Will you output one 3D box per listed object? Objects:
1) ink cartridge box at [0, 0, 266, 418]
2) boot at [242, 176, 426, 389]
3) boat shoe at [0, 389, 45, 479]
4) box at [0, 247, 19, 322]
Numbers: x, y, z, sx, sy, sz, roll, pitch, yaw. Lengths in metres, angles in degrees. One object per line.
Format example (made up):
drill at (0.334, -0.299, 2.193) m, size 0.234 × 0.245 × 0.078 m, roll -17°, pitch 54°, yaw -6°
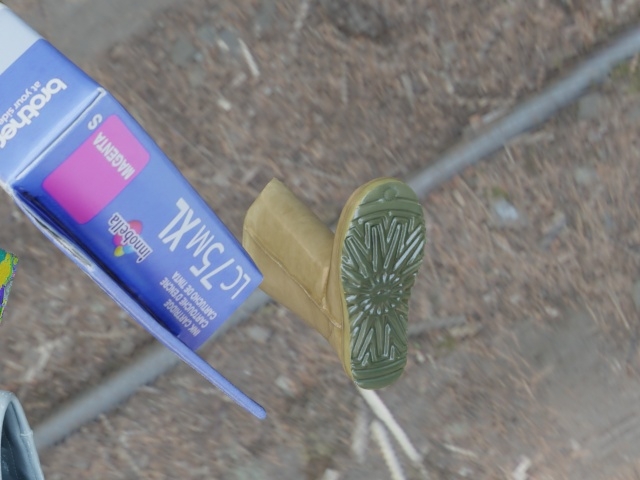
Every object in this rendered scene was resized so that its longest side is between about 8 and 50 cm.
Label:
ink cartridge box at (-0.138, -0.059, 0.778) m, size 0.065 × 0.186 × 0.311 m, roll -45°, pitch 59°, yaw -4°
boot at (0.000, 0.000, 1.814) m, size 0.269 × 0.089 × 0.236 m, roll 45°, pitch 134°, yaw 54°
boat shoe at (-0.166, 0.172, 0.946) m, size 0.081 × 0.227 × 0.079 m, roll -3°, pitch 34°, yaw 15°
box at (-0.509, 0.095, 1.896) m, size 0.177 × 0.290 × 0.279 m, roll 5°, pitch 73°, yaw 30°
